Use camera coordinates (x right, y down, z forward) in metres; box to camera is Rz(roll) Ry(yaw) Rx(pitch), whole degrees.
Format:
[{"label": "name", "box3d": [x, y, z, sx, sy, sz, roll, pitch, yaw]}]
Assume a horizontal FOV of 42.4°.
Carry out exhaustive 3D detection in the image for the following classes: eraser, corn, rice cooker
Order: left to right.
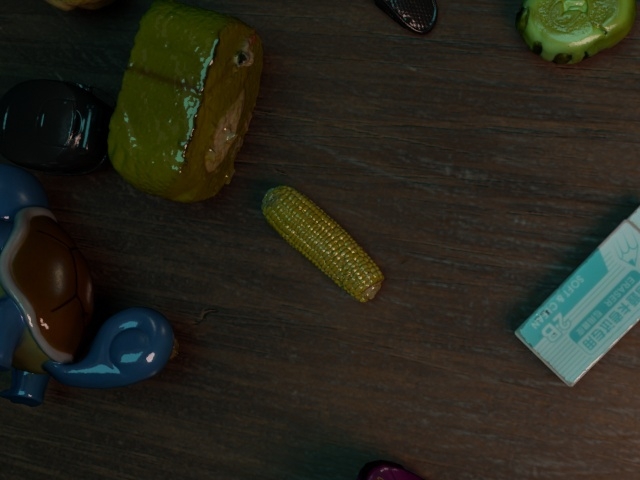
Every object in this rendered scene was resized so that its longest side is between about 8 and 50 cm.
[{"label": "rice cooker", "box3d": [-0.385, -0.164, 1.224, 0.203, 0.118, 0.142, 11, 86, 20]}, {"label": "corn", "box3d": [0.000, 0.000, 1.102, 0.206, 0.067, 0.067, 43, 97, 18]}, {"label": "eraser", "box3d": [0.343, 0.065, 0.988, 0.225, 0.052, 0.095, -47, 70, 7]}]

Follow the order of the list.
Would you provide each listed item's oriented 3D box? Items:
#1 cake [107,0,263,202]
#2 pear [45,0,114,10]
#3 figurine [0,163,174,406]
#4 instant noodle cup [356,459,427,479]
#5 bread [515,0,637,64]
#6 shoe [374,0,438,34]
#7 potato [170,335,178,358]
[{"label": "cake", "box3d": [-0.177, -0.182, 1.127, 0.156, 0.179, 0.261, 19, 92, 20]}, {"label": "pear", "box3d": [-0.366, -0.426, 1.229, 0.178, 0.178, 0.178, -2, 82, 18]}, {"label": "figurine", "box3d": [-0.406, 0.077, 1.132, 0.243, 0.298, 0.416, -43, 69, -11]}, {"label": "instant noodle cup", "box3d": [0.072, 0.411, 0.946, 0.190, 0.251, 0.251, -46, 72, 17]}, {"label": "bread", "box3d": [0.318, -0.282, 1.030, 0.139, 0.071, 0.130, -44, 75, 7]}, {"label": "shoe", "box3d": [0.092, -0.343, 1.119, 0.159, 0.053, 0.062, 38, 88, -13]}, {"label": "potato", "box3d": [-0.243, 0.147, 1.176, 0.092, 0.045, 0.046, 19, 48, 18]}]
